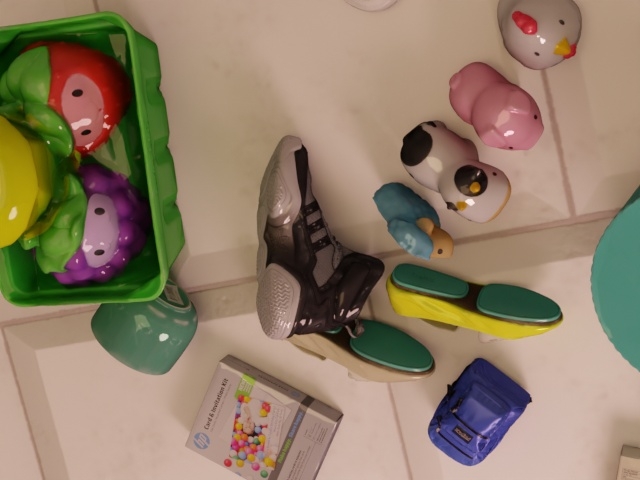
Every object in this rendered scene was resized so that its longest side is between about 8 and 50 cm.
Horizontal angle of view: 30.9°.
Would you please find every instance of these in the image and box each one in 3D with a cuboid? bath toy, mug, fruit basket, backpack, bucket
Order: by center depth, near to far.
[{"bbox_3d":[0.446,0.031,1.282,0.281,0.183,0.281,12,113,30],"label":"bucket"},{"bbox_3d":[0.197,-0.143,1.391,0.151,0.129,0.348,34,108,9],"label":"bath toy"},{"bbox_3d":[-0.352,-0.090,1.452,0.283,0.392,0.392,-4,100,18],"label":"fruit basket"},{"bbox_3d":[0.193,0.226,1.485,0.098,0.101,0.120,40,114,13],"label":"backpack"},{"bbox_3d":[-0.243,0.096,1.578,0.158,0.129,0.097,39,108,5],"label":"mug"}]

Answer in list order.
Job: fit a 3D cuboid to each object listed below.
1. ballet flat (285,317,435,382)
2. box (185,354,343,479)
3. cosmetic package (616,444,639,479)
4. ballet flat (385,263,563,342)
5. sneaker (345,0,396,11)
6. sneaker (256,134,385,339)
[{"bbox_3d":[0.032,0.138,1.536,0.248,0.086,0.086,25,108,13],"label":"ballet flat"},{"bbox_3d":[-0.079,0.264,1.611,0.186,0.038,0.145,27,108,12],"label":"box"},{"bbox_3d":[0.402,0.323,1.468,0.060,0.041,0.115,11,104,16],"label":"cosmetic package"},{"bbox_3d":[0.193,0.090,1.478,0.231,0.077,0.077,14,126,17],"label":"ballet flat"},{"bbox_3d":[-0.013,-0.400,1.383,0.108,0.169,0.292,-33,91,19],"label":"sneaker"},{"bbox_3d":[0.000,0.000,1.501,0.153,0.101,0.268,6,74,-18],"label":"sneaker"}]
